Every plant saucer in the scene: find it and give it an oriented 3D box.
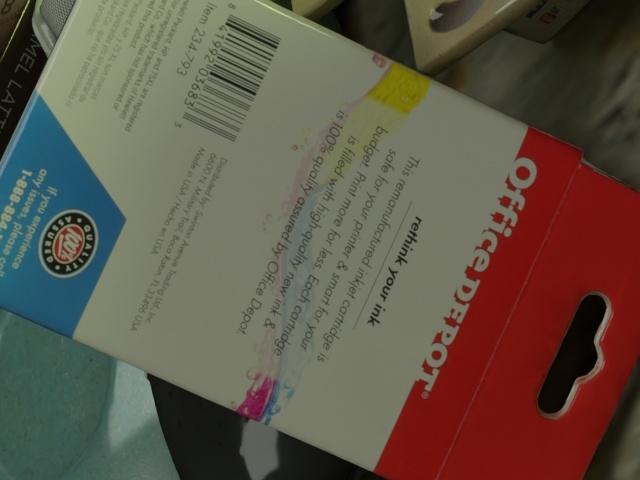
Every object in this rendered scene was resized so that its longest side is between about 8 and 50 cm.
[{"bbox_3d":[-0.115,0.068,0.897,0.195,0.037,0.195,-16,67,44],"label":"plant saucer"}]

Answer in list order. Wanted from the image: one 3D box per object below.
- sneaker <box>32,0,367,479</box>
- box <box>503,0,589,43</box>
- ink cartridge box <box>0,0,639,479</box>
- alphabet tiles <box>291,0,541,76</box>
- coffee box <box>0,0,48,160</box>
[{"bbox_3d":[-0.060,-0.042,0.778,0.122,0.146,0.330,-19,68,30],"label":"sneaker"},{"bbox_3d":[0.131,-0.264,0.706,0.322,0.058,0.232,-44,50,29],"label":"box"},{"bbox_3d":[0.000,0.000,0.686,0.134,0.231,0.078,-65,10,-2],"label":"ink cartridge box"},{"bbox_3d":[0.070,-0.244,0.711,0.285,0.011,0.342,-33,54,38],"label":"alphabet tiles"},{"bbox_3d":[-0.188,-0.058,0.937,0.246,0.098,0.141,-1,61,47],"label":"coffee box"}]
